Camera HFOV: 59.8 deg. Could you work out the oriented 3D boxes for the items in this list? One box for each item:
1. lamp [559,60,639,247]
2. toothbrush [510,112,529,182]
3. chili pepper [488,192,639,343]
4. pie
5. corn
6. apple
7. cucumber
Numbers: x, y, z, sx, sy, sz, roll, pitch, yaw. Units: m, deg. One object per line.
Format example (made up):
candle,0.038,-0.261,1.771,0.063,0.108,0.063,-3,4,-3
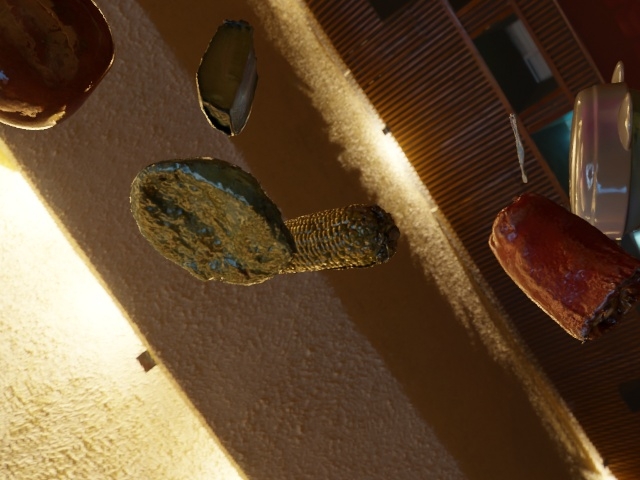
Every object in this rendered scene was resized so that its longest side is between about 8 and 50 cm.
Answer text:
lamp,0.341,-0.070,0.650,0.179,0.108,0.246,-54,-35,-48
toothbrush,0.376,-0.171,1.051,0.017,0.014,0.162,-56,-44,-28
chili pepper,0.186,0.013,0.430,0.070,0.073,0.123,-22,-133,-18
pie,-0.114,-0.017,0.598,0.187,0.187,0.041,39,-133,-21
corn,0.000,0.000,0.994,0.115,0.318,0.115,14,-108,-50
apple,-0.471,-0.312,0.896,0.253,0.253,0.253,17,-119,-34
cucumber,-0.205,-0.335,1.202,0.105,0.145,0.325,0,-133,3
